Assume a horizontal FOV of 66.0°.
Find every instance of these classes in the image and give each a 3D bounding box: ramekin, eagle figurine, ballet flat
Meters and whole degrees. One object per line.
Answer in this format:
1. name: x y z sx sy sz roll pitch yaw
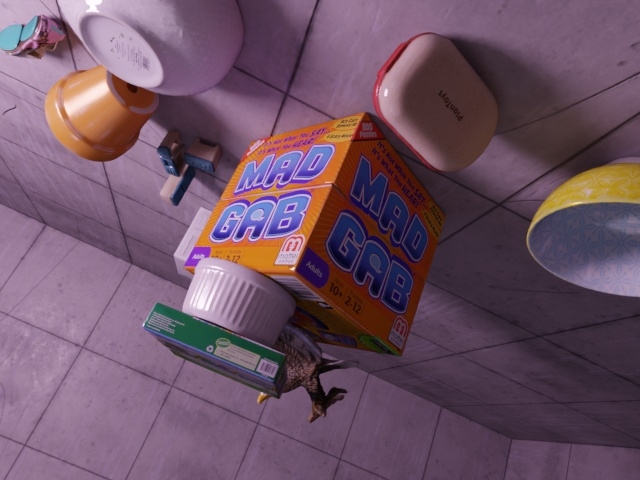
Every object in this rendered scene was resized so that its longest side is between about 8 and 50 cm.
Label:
1. ramekin: -0.159 0.131 0.933 0.207 0.109 0.207 19 157 9
2. eagle figurine: -0.082 0.288 1.161 0.298 0.225 0.226 49 115 12
3. ballet flat: -0.643 -0.447 1.104 0.221 0.077 0.079 3 169 37

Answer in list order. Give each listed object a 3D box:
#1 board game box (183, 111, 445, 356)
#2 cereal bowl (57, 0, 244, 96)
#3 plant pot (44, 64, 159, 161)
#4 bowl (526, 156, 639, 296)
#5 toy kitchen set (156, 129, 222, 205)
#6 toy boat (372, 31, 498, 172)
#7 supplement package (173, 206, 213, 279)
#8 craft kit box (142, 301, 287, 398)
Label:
1. board game box: 0.000 0.000 1.094 0.356 0.357 0.356 -2 146 44
2. cereal bowl: -0.313 -0.377 0.859 0.338 0.141 0.339 19 155 9
3. plant pot: -0.470 -0.305 1.105 0.187 0.205 0.205 -18 136 35
4. bowl: 0.504 -0.041 0.806 0.289 0.156 0.290 19 157 9
5. toy kitchen set: -0.349 -0.175 1.331 0.165 0.122 0.207 20 156 8
6. toy boat: 0.173 -0.216 0.800 0.231 0.151 0.151 38 -177 -29
7. supplement package: -0.334 0.055 1.703 0.262 0.198 0.199 23 156 -1
8. craft kit box: -0.185 0.219 0.940 0.249 0.061 0.247 21 154 6
